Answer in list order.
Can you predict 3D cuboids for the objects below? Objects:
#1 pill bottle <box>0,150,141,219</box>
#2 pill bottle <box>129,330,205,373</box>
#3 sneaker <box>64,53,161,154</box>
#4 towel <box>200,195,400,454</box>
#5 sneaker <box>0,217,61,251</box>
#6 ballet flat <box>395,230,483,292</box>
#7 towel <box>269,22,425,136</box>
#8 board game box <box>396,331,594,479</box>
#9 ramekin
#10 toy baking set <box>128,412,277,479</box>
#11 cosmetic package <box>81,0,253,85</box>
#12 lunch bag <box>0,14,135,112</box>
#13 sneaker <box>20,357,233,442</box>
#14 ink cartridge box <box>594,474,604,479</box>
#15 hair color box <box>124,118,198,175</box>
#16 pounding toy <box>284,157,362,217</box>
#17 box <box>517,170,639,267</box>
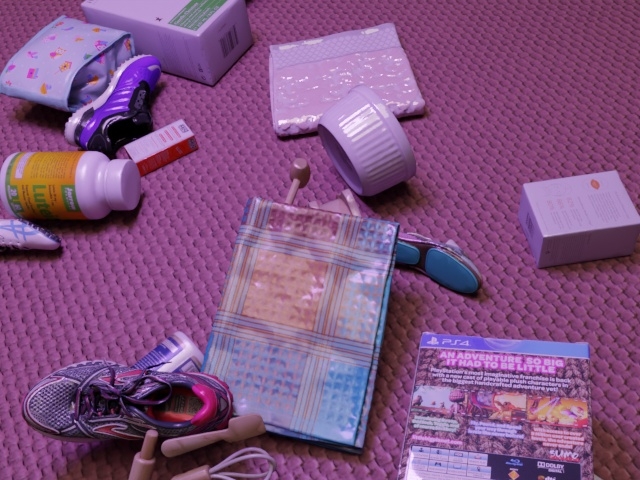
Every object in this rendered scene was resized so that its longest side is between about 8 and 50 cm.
[{"bbox_3d":[-0.496,-0.110,1.380,0.245,0.136,0.136,0,51,8],"label":"pill bottle"},{"bbox_3d":[-0.264,0.231,1.095,0.169,0.094,0.094,-38,56,-22],"label":"pill bottle"},{"bbox_3d":[-0.426,-0.296,1.557,0.146,0.102,0.293,23,62,19],"label":"sneaker"},{"bbox_3d":[-0.032,0.122,1.087,0.271,0.040,0.370,10,74,6],"label":"towel"},{"bbox_3d":[-0.622,-0.005,1.358,0.237,0.085,0.086,10,79,11],"label":"sneaker"},{"bbox_3d":[0.193,0.022,1.227,0.221,0.077,0.079,20,37,23],"label":"ballet flat"},{"bbox_3d":[0.046,-0.373,1.579,0.331,0.053,0.317,-10,50,1],"label":"towel"},{"bbox_3d":[0.237,0.285,0.918,0.232,0.141,0.291,2,45,19],"label":"board game box"},{"bbox_3d":[0.081,-0.183,1.325,0.109,0.207,0.207,-32,53,-7],"label":"ramekin"},{"bbox_3d":[-0.167,0.336,0.941,0.196,0.256,0.030,13,11,-3],"label":"toy baking set"},{"bbox_3d":[-0.376,-0.534,1.704,0.365,0.155,0.197,20,57,21],"label":"cosmetic package"},{"bbox_3d":[-0.589,-0.393,1.615,0.223,0.160,0.262,18,50,20],"label":"lunch bag"},{"bbox_3d":[-0.279,0.225,0.983,0.299,0.112,0.121,-3,76,1],"label":"sneaker"},{"bbox_3d":[0.303,0.357,0.948,0.179,0.045,0.145,33,61,26],"label":"ink cartridge box"},{"bbox_3d":[-0.346,-0.203,1.497,0.141,0.043,0.072,-29,53,-14],"label":"hair color box"},{"bbox_3d":[0.000,0.000,1.229,0.154,0.154,0.270,-20,70,-7],"label":"pounding toy"},{"bbox_3d":[0.455,-0.038,1.220,0.170,0.091,0.130,-8,50,2],"label":"box"}]
